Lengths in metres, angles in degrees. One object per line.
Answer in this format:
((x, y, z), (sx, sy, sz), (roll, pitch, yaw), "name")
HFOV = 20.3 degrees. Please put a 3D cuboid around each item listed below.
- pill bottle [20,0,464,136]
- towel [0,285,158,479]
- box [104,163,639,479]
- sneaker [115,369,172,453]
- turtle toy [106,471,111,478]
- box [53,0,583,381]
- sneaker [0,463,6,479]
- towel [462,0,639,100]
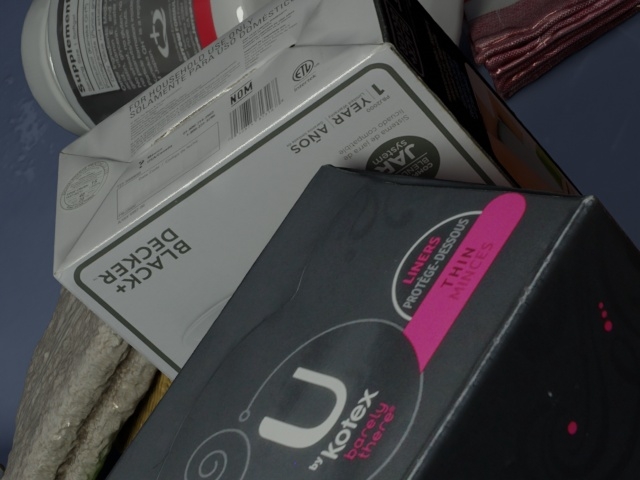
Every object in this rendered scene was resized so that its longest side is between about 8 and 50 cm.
((-0.069, -0.141, 1.171), (0.318, 0.176, 0.176), (-2, 51, 55), "pill bottle")
((-0.126, 0.052, 1.032), (0.187, 0.049, 0.282), (-86, 23, -55), "towel")
((0.078, 0.119, 0.654), (0.143, 0.270, 0.165), (10, 61, 52), "box")
((-0.066, 0.103, 1.024), (0.185, 0.084, 0.069), (-164, 87, -78), "sneaker")
((-0.090, 0.175, 0.959), (0.095, 0.066, 0.130), (-37, 34, 11), "turtle toy")
((0.041, 0.033, 0.774), (0.169, 0.290, 0.087), (-34, 33, 18), "box")
((-0.311, 0.247, 1.086), (0.282, 0.099, 0.153), (-31, 33, 14), "sneaker")
((0.171, -0.250, 1.174), (0.237, 0.037, 0.329), (-34, 34, 14), "towel")
